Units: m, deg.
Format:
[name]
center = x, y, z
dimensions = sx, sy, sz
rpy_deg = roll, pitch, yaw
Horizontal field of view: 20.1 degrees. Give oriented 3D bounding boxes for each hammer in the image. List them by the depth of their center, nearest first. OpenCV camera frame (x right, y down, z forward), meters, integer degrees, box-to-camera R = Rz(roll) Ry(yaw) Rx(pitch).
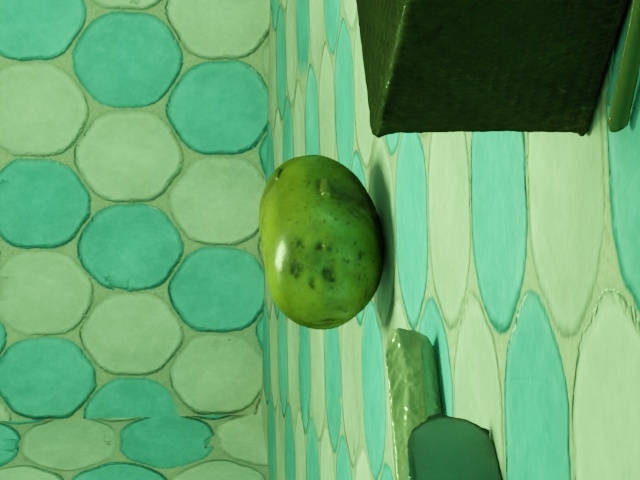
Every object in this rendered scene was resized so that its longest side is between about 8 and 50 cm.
[hammer]
center = 0.182, -0.125, 0.996
dimensions = 0.195, 0.028, 0.060
rpy_deg = 91, 168, -47

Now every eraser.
[eraser]
center = 0.103, 0.286, 1.514
dimensions = 0.174, 0.081, 0.227
rpy_deg = -93, 4, -53

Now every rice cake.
[rice cake]
center = 0.094, 0.206, 1.721
dimensions = 0.057, 0.052, 0.256
rpy_deg = 93, 174, -59

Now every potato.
[potato]
center = -0.001, -0.001, 2.129
dimensions = 0.228, 0.148, 0.197
rpy_deg = -92, -20, -83

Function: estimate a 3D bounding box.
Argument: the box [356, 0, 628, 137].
[box]
center = 0.107, -0.207, 1.104
dimensions = 0.273, 0.143, 0.184
rpy_deg = 100, 167, -57
